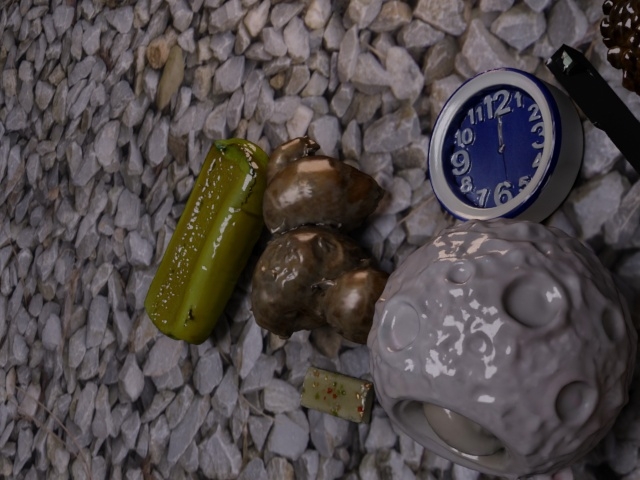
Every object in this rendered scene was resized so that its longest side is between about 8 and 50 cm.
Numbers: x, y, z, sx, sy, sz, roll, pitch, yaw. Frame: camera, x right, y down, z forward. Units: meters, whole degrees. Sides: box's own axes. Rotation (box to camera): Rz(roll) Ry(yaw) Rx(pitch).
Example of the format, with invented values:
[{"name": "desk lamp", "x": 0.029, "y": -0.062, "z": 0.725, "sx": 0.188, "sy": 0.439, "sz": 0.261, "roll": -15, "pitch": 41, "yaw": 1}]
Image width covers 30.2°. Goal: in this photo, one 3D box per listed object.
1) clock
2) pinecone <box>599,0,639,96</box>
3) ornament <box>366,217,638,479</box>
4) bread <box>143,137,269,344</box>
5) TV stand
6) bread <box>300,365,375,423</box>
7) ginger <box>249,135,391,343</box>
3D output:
[{"name": "clock", "x": 0.264, "y": -0.129, "z": 1.703, "sx": 0.230, "sy": 0.083, "sz": 0.230, "roll": -16, "pitch": 67, "yaw": 45}, {"name": "pinecone", "x": 0.444, "y": -0.269, "z": 1.497, "sx": 0.179, "sy": 0.150, "sz": 0.195, "roll": -51, "pitch": 49, "yaw": 25}, {"name": "ornament", "x": 0.232, "y": 0.128, "z": 1.499, "sx": 0.337, "sy": 0.337, "sz": 0.336, "roll": -13, "pitch": 71, "yaw": 44}, {"name": "bread", "x": -0.185, "y": 0.005, "z": 2.110, "sx": 0.166, "sy": 0.112, "sz": 0.383, "roll": 36, "pitch": 106, "yaw": 41}, {"name": "TV stand", "x": 0.393, "y": -0.167, "z": 1.600, "sx": 0.040, "sy": 0.049, "sz": 0.256, "roll": -48, "pitch": 50, "yaw": 25}, {"name": "bread", "x": 0.026, "y": 0.246, "z": 1.895, "sx": 0.154, "sy": 0.028, "sz": 0.068, "roll": 9, "pitch": 89, "yaw": 48}, {"name": "ginger", "x": 0.000, "y": 0.000, "z": 1.889, "sx": 0.256, "sy": 0.176, "sz": 0.375, "roll": -20, "pitch": 64, "yaw": 22}]
